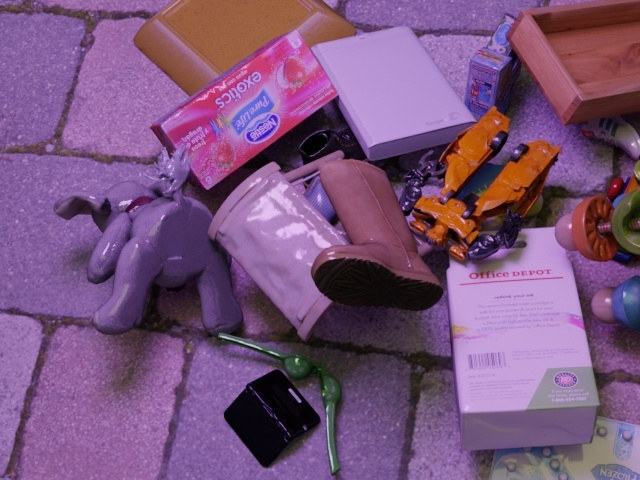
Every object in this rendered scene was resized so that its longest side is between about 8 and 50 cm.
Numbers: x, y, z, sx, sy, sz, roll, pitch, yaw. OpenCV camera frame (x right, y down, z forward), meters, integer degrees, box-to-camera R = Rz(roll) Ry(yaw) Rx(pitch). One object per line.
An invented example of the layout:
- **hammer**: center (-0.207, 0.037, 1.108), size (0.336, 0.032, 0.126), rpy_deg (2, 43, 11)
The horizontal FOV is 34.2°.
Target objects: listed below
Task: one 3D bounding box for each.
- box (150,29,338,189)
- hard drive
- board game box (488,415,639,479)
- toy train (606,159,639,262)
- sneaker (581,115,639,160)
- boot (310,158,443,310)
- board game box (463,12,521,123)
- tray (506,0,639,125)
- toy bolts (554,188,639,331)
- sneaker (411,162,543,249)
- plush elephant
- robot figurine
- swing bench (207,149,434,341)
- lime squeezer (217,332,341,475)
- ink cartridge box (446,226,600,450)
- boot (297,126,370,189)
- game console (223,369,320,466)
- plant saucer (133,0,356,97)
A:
- **box**: center (-0.140, -0.234, 1.874), size (0.300, 0.154, 0.142), rpy_deg (-37, 105, -11)
- **hard drive**: center (0.127, -0.275, 1.892), size (0.203, 0.040, 0.307), rpy_deg (-15, 47, -12)
- **board game box**: center (0.436, 0.457, 1.572), size (0.390, 0.050, 0.390), rpy_deg (12, 67, 12)
- **toy train**: center (0.547, -0.098, 1.760), size (0.105, 0.143, 0.248), rpy_deg (24, 71, 17)
- **sneaker**: center (0.511, -0.193, 1.859), size (0.075, 0.057, 0.161), rpy_deg (-28, 59, 2)
- **boot**: center (0.049, -0.020, 1.564), size (0.089, 0.236, 0.269), rpy_deg (-49, 43, 27)
- **board game box**: center (0.313, -0.297, 1.855), size (0.060, 0.194, 0.194), rpy_deg (24, 71, 17)
- **tray**: center (0.546, -0.326, 1.818), size (0.411, 0.076, 0.202), rpy_deg (-12, 61, -27)
- **toy bolts**: center (0.488, 0.025, 1.630), size (0.218, 0.158, 0.228), rpy_deg (-22, 98, -41)
- **sneaker**: center (0.260, -0.066, 1.824), size (0.240, 0.091, 0.126), rpy_deg (-14, 53, -9)
- **plush elephant**: center (-0.305, -0.003, 1.790), size (0.272, 0.255, 0.329), rpy_deg (-5, 98, -36)
- **robot figurine**: center (0.263, -0.085, 1.725), size (0.211, 0.085, 0.291), rpy_deg (35, 64, 17)
- **swing bench**: center (0.000, 0.000, 1.709), size (0.253, 0.255, 0.165), rpy_deg (46, 122, 22)
- **lime squeezer**: center (-0.036, 0.241, 1.729), size (0.110, 0.059, 0.310), rpy_deg (-40, 68, -9)
- **ink cartridge box**: center (0.311, 0.149, 1.665), size (0.207, 0.119, 0.353), rpy_deg (-4, 49, 6)
- **boot**: center (0.044, -0.181, 1.869), size (0.077, 0.137, 0.198), rpy_deg (38, 75, 21)
- **game console**: center (-0.081, 0.294, 1.737), size (0.107, 0.071, 0.122), rpy_deg (-24, 61, -37)
- **plant saucer**: center (-0.157, -0.422, 2.040), size (0.333, 0.081, 0.333), rpy_deg (-42, 67, -12)
